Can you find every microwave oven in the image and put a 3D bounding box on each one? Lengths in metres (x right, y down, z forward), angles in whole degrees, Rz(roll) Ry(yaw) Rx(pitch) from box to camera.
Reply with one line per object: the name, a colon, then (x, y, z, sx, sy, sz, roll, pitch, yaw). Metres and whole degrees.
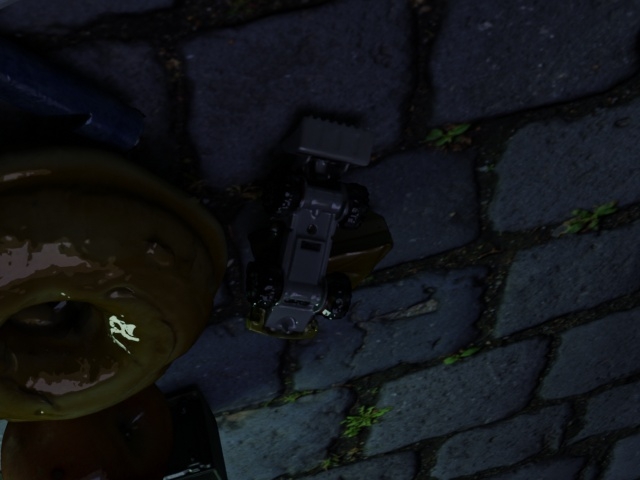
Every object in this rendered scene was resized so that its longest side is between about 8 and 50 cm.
microwave oven: (-0.261, 0.345, 1.750, 0.204, 0.163, 0.129, -18, 142, -1)

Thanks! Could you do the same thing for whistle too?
whistle: (-0.312, -0.170, 1.146, 0.062, 0.062, 0.304, -39, 140, 23)

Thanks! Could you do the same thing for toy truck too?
toy truck: (-0.022, -0.015, 1.407, 0.136, 0.111, 0.286, 10, 97, -27)

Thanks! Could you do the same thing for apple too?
apple: (-0.322, 0.288, 1.563, 0.253, 0.254, 0.254, -14, 144, -11)

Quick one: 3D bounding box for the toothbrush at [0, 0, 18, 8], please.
toothbrush: (-0.249, -0.263, 1.094, 0.204, 0.022, 0.017, -20, 142, 3)

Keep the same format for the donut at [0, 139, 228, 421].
donut: (-0.323, 0.056, 1.316, 0.448, 0.198, 0.449, -15, 143, -12)

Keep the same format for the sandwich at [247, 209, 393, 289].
sandwich: (0.000, 0.000, 1.512, 0.163, 0.079, 0.113, 15, 130, -38)
